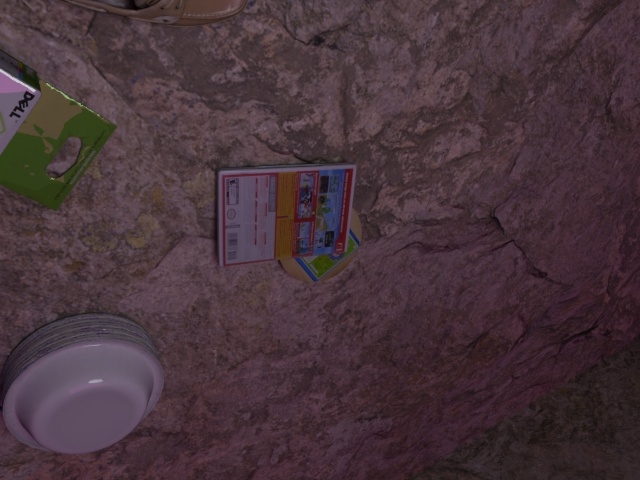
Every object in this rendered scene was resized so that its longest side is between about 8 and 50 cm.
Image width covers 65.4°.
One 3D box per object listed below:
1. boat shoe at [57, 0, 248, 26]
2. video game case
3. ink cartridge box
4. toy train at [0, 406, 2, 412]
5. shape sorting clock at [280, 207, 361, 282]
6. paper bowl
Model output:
[{"bbox_3d":[-0.234,-0.353,0.691,0.303,0.098,0.109,-6,123,-29],"label":"boat shoe"},{"bbox_3d":[-0.068,-0.055,1.019,0.286,0.025,0.203,-6,117,-22],"label":"video game case"},{"bbox_3d":[-0.443,-0.148,0.701,0.255,0.097,0.188,32,100,-41],"label":"ink cartridge box"},{"bbox_3d":[-0.637,0.273,0.859,0.080,0.105,0.184,-31,132,-10],"label":"toy train"},{"bbox_3d":[0.000,0.000,1.120,0.206,0.040,0.206,-10,119,-19],"label":"shape sorting clock"},{"bbox_3d":[-0.450,0.293,0.966,0.285,0.148,0.284,-15,127,-22],"label":"paper bowl"}]
